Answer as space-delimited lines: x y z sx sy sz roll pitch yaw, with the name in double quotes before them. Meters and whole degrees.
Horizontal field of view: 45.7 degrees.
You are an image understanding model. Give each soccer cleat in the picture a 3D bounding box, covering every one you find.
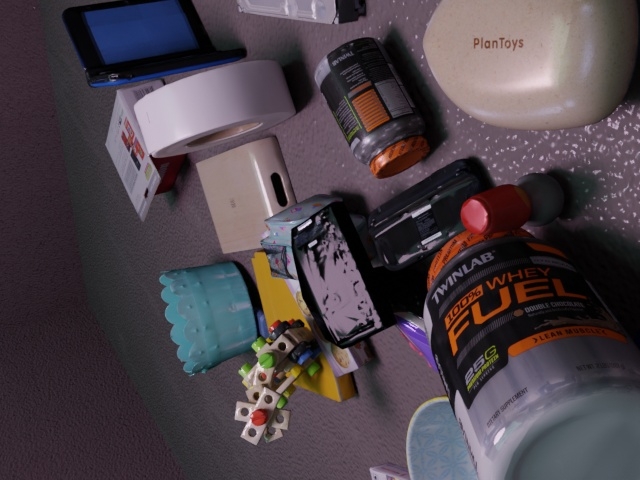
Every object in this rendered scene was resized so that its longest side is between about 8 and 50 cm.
"soccer cleat" 0.170 0.142 1.201 0.318 0.109 0.116 34 139 46

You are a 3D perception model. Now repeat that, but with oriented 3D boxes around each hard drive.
"hard drive" -0.054 -0.487 1.247 0.339 0.064 0.236 29 132 51

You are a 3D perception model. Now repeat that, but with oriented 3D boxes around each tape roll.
"tape roll" -0.195 -0.243 1.418 0.286 0.286 0.100 -10 98 62

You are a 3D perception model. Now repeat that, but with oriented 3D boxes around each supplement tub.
"supplement tub" 0.237 0.131 0.859 0.338 0.207 0.207 -103 10 -59
"supplement tub" 0.079 -0.195 1.131 0.190 0.117 0.117 64 152 13

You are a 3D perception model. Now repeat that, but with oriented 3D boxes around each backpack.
"backpack" 0.000 0.000 1.350 0.188 0.166 0.144 21 130 51

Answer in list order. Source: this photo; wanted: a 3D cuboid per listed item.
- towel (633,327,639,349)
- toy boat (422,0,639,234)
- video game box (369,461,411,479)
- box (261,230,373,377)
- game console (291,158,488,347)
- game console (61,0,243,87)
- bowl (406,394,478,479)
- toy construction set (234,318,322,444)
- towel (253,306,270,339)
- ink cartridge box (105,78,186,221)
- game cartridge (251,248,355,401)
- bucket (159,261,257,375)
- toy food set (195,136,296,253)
"towel" 0.437 0.206 0.779 0.308 0.076 0.227 49 145 36
"toy boat" 0.235 -0.160 0.870 0.268 0.148 0.318 26 122 47
"video game box" 0.155 0.483 1.263 0.187 0.048 0.205 151 107 -73
"box" -0.007 0.109 1.488 0.067 0.063 0.323 -30 85 35
"game console" 0.103 0.014 1.138 0.361 0.044 0.213 -31 75 35
"game console" -0.348 -0.427 1.569 0.250 0.293 0.173 15 120 58
"bowl" 0.272 0.331 1.067 0.289 0.156 0.289 34 132 47
"toy construction set" -0.092 0.264 1.495 0.151 0.215 0.327 43 -174 -2
"towel" -0.128 0.213 1.867 0.119 0.029 0.067 36 139 49
"ink cartridge box" -0.466 -0.237 2.086 0.271 0.130 0.309 64 152 10
"game cartridge" -0.044 0.175 1.676 0.285 0.053 0.323 2 106 61
"bucket" -0.287 0.190 1.942 0.281 0.183 0.281 166 90 -70
"toy food set" -0.156 -0.095 1.678 0.306 0.092 0.219 -10 98 54
